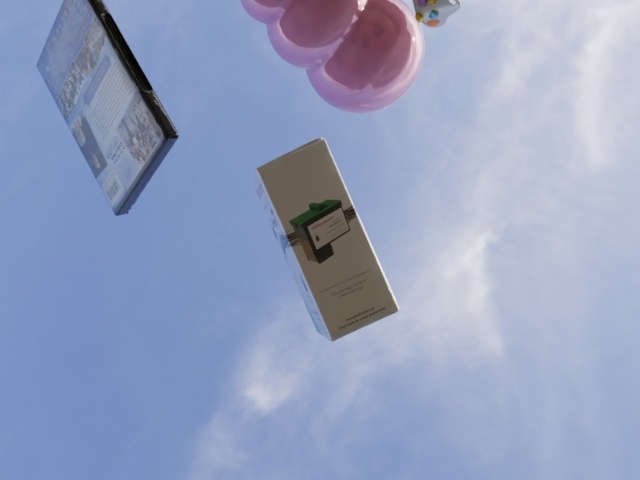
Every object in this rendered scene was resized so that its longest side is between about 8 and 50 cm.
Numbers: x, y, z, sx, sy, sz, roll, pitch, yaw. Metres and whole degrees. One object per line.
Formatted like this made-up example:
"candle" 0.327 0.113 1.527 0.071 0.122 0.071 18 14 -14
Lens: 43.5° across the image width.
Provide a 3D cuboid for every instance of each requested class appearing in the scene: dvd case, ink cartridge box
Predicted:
"dvd case" -0.277 -0.181 1.017 0.022 0.180 0.253 -18 -108 -43
"ink cartridge box" 0.000 0.000 0.975 0.093 0.160 0.219 -24 -90 -7

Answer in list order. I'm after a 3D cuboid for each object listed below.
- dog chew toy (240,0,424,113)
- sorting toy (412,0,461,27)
"dog chew toy" 0.009 -0.351 1.290 0.332 0.207 0.206 32 -95 -26
"sorting toy" 0.178 -0.368 1.210 0.045 0.075 0.083 -22 -79 -38
